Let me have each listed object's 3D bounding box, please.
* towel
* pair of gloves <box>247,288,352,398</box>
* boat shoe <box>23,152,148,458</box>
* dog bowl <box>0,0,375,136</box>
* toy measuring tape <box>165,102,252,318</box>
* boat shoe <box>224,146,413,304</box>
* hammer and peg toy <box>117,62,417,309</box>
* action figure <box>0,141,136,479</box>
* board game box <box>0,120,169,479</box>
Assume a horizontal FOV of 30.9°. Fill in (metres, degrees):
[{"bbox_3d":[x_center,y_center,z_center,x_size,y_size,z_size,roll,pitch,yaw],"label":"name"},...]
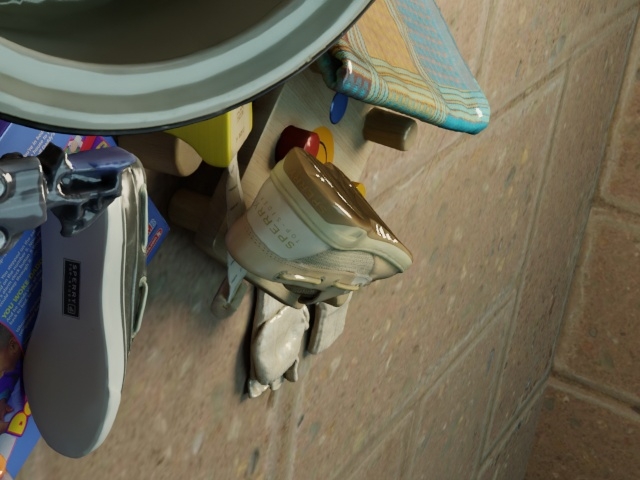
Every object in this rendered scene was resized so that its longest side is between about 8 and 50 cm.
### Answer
[{"bbox_3d":[0.049,-0.236,1.079,0.370,0.040,0.272,3,64,-66],"label":"towel"},{"bbox_3d":[-0.012,0.074,1.395,0.240,0.042,0.204,-30,135,-55],"label":"pair of gloves"},{"bbox_3d":[-0.153,0.047,0.810,0.070,0.077,0.219,-23,127,-59],"label":"boat shoe"},{"bbox_3d":[-0.115,-0.267,0.576,0.407,0.150,0.408,-17,120,-32],"label":"dog bowl"},{"bbox_3d":[-0.114,-0.090,0.888,0.121,0.121,0.330,-42,142,-47],"label":"toy measuring tape"},{"bbox_3d":[0.000,0.000,0.985,0.098,0.109,0.302,-41,166,7],"label":"boat shoe"},{"bbox_3d":[-0.031,-0.093,1.105,0.266,0.127,0.361,-66,157,-9],"label":"hammer and peg toy"},{"bbox_3d":[-0.211,0.046,0.606,0.341,0.178,0.330,-22,112,-33],"label":"action figure"},{"bbox_3d":[-0.255,0.061,0.796,0.347,0.078,0.233,-60,155,-22],"label":"board game box"}]
